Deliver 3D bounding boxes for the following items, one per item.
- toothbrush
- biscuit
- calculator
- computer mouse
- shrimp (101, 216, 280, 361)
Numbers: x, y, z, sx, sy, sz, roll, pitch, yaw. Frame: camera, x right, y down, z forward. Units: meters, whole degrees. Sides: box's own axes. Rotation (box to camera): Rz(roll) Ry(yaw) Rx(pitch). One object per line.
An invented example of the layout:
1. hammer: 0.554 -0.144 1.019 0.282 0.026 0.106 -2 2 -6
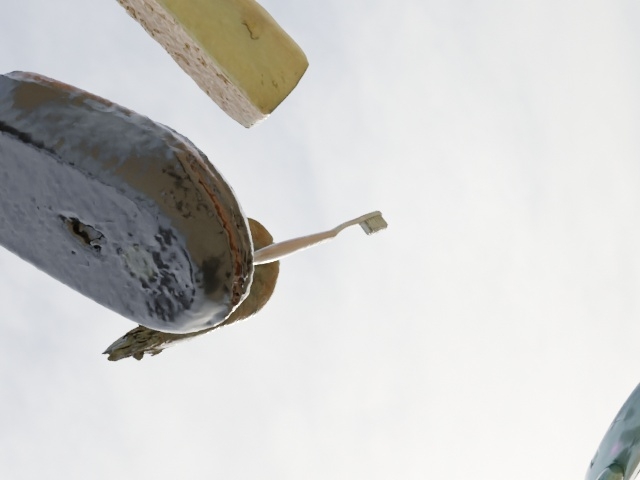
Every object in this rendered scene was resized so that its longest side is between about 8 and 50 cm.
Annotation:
1. toothbrush: 0.000 0.000 1.534 0.307 0.025 0.029 -18 -113 -51
2. biscuit: -0.086 -0.153 0.703 0.188 0.052 0.056 47 -113 -7
3. calculator: 0.316 0.154 1.078 0.299 0.041 0.185 -41 -26 -32
4. computer mouse: -0.191 -0.036 1.034 0.116 0.323 0.183 -40 -29 -50
5. shrimp: -0.178 0.067 1.613 0.296 0.058 0.169 -24 -59 -31
